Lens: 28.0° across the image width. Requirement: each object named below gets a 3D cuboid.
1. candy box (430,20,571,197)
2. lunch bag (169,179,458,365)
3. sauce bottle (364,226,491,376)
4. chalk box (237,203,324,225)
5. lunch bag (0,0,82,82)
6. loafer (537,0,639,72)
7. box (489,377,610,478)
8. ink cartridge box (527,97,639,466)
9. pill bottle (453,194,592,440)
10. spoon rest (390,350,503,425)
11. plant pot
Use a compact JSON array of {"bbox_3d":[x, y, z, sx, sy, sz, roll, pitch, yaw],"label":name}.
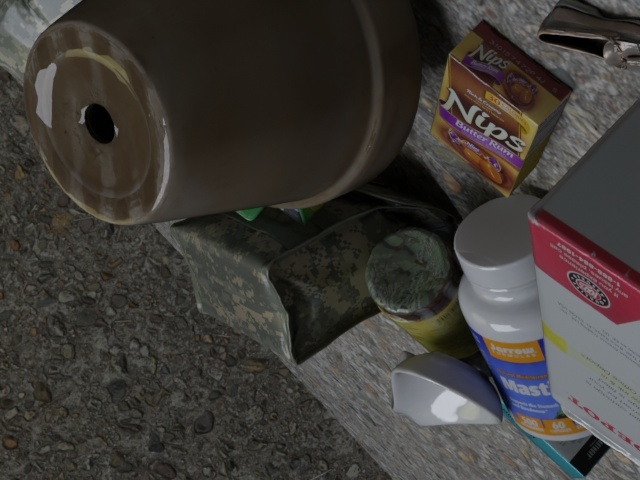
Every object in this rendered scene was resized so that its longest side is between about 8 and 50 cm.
[{"bbox_3d":[0.169,-0.123,1.245,0.109,0.053,0.186,41,164,12],"label":"candy box"},{"bbox_3d":[0.000,0.000,1.626,0.235,0.287,0.168,23,135,51],"label":"lunch bag"},{"bbox_3d":[0.162,0.091,1.564,0.111,0.111,0.344,34,175,33],"label":"sauce bottle"},{"bbox_3d":[-0.035,-0.119,1.476,0.132,0.213,0.132,37,163,21],"label":"chalk box"},{"bbox_3d":[-0.255,-0.233,1.571,0.256,0.212,0.305,-36,107,31],"label":"lunch bag"},{"bbox_3d":[0.228,-0.154,1.018,0.125,0.039,0.045,31,161,40],"label":"loafer"},{"bbox_3d":[0.293,0.206,1.754,0.244,0.100,0.060,43,168,3],"label":"box"},{"bbox_3d":[0.349,0.091,1.146,0.279,0.160,0.384,36,164,27],"label":"ink cartridge box"},{"bbox_3d":[0.241,0.084,1.419,0.152,0.152,0.272,27,154,47],"label":"pill bottle"},{"bbox_3d":[0.136,0.183,1.543,0.137,0.084,0.276,27,174,-5],"label":"spoon rest"},{"bbox_3d":[-0.111,-0.151,1.212,0.323,0.280,0.323,19,122,33],"label":"plant pot"}]
